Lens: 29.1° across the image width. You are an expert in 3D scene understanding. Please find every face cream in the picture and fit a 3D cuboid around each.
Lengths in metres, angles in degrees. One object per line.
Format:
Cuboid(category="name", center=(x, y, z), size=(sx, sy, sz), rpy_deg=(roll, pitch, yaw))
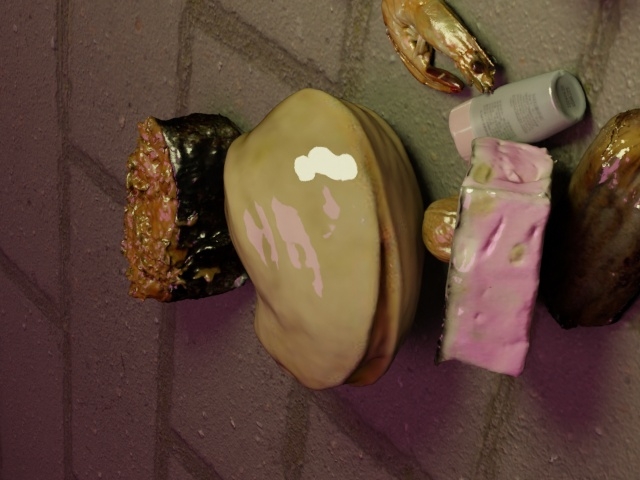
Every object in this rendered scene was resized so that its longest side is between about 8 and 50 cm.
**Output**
Cuboid(category="face cream", center=(0.243, -0.154, 1.545), size=(0.198, 0.057, 0.084), rpy_deg=(-16, 93, 57))

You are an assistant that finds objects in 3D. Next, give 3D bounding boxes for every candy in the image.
Cuboid(category="candy", center=(0.214, 0.020, 1.516), size=(0.116, 0.155, 0.265), rpy_deg=(8, 119, 9))

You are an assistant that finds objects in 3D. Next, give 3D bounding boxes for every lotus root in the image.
Cuboid(category="lotus root", center=(0.333, -0.007, 1.486), size=(0.167, 0.078, 0.329), rpy_deg=(48, 140, 29))

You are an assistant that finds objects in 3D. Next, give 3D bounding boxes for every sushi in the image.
Cuboid(category="sushi", center=(-0.218, -0.044, 2.091), size=(0.234, 0.208, 0.348), rpy_deg=(39, 134, 45))

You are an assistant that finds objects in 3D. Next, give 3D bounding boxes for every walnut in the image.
Cuboid(category="walnut", center=(0.193, -0.012, 1.653), size=(0.124, 0.105, 0.105), rpy_deg=(19, 124, 29))

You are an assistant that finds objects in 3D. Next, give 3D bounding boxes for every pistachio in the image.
Cuboid(category="pistachio", center=(0.000, 0.000, 1.753), size=(0.365, 0.282, 0.445), rpy_deg=(35, 131, 54))

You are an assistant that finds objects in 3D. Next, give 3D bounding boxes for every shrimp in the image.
Cuboid(category="shrimp", center=(0.152, -0.248, 1.617), size=(0.236, 0.053, 0.133), rpy_deg=(45, 137, 34))
